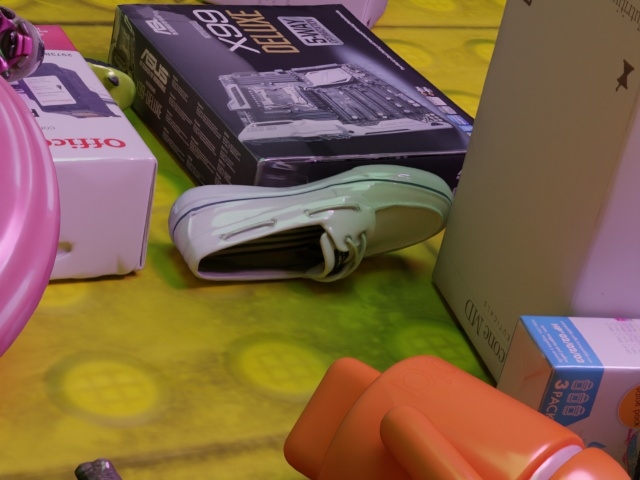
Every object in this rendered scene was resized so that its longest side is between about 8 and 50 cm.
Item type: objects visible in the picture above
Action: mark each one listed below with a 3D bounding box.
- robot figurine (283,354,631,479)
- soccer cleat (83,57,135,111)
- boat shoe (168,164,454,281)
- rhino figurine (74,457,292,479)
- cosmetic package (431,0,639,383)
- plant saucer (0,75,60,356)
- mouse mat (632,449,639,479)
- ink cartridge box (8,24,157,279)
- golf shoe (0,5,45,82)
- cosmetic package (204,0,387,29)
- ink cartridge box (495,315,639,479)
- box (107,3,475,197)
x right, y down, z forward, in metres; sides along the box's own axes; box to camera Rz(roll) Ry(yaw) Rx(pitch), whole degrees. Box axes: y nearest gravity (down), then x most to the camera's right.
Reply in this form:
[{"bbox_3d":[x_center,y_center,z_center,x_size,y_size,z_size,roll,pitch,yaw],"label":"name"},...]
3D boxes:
[{"bbox_3d":[0.085,0.147,0.845,0.219,0.158,0.128,28,45,29],"label":"robot figurine"},{"bbox_3d":[-0.249,-0.138,1.299,0.179,0.060,0.072,-1,30,-20],"label":"soccer cleat"},{"bbox_3d":[0.000,0.000,1.152,0.226,0.083,0.076,-7,44,-13],"label":"boat shoe"},{"bbox_3d":[-0.121,0.167,0.780,0.243,0.073,0.106,6,26,-11],"label":"rhino figurine"},{"bbox_3d":[0.219,-0.078,1.052,0.156,0.385,0.217,4,27,-20],"label":"cosmetic package"},{"bbox_3d":[-0.323,-0.031,0.904,0.332,0.084,0.332,4,54,-6],"label":"plant saucer"},{"bbox_3d":[0.251,0.117,0.953,0.007,0.153,0.189,26,29,38],"label":"mouse mat"},{"bbox_3d":[-0.244,-0.071,1.130,0.172,0.100,0.237,-4,33,-28],"label":"ink cartridge box"},{"bbox_3d":[-0.290,-0.139,1.076,0.186,0.067,0.086,8,1,1],"label":"golf shoe"},{"bbox_3d":[-0.011,-0.324,1.648,0.183,0.151,0.151,18,28,6],"label":"cosmetic package"},{"bbox_3d":[0.208,0.110,0.995,0.181,0.104,0.061,2,30,-20],"label":"ink cartridge box"},{"bbox_3d":[-0.021,-0.116,1.339,0.242,0.076,0.307,-4,33,-29],"label":"box"}]
